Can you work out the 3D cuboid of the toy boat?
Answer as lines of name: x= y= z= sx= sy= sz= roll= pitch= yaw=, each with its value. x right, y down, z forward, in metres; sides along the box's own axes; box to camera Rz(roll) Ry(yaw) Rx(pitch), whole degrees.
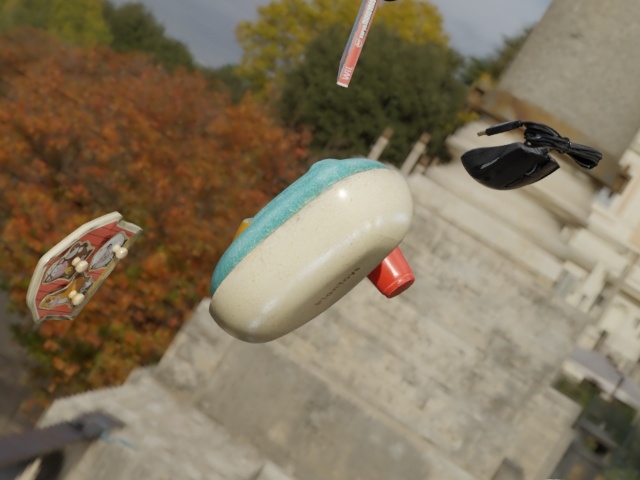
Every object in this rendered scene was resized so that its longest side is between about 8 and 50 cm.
toy boat: x=0.000 y=0.000 z=1.400 sx=0.148 sy=0.267 sz=0.318 roll=55 pitch=20 yaw=16

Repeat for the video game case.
video game case: x=0.094 y=-0.458 z=2.445 sx=0.025 sy=0.285 sz=0.204 roll=19 pitch=21 yaw=-4

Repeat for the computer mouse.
computer mouse: x=0.297 y=-0.127 z=1.971 sx=0.184 sy=0.060 sz=0.262 roll=21 pitch=-16 yaw=-37

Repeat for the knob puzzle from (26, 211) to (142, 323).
knob puzzle: x=-0.330 y=0.043 z=1.705 sx=0.030 sy=0.213 sz=0.213 roll=41 pitch=4 yaw=16
